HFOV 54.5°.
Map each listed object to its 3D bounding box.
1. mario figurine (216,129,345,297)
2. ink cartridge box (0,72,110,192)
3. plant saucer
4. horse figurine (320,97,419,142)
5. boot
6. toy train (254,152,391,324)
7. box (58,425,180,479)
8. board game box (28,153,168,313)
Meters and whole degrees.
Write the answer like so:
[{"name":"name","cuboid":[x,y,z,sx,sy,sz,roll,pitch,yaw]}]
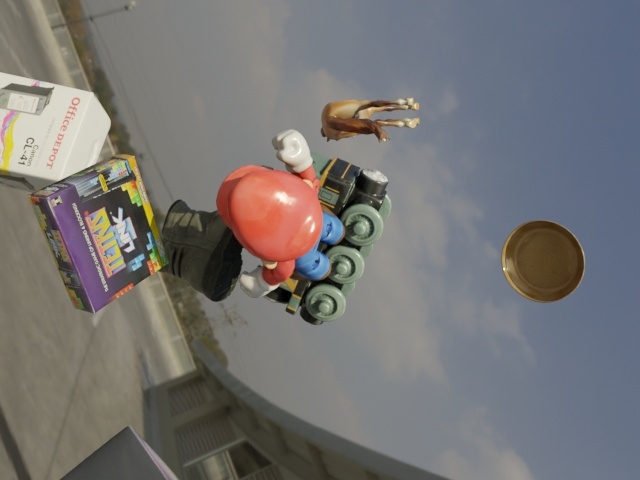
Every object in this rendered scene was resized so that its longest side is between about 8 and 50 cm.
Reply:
[{"name":"mario figurine","cuboid":[-0.067,-0.033,0.898,0.320,0.170,0.198,43,34,-72]},{"name":"ink cartridge box","cuboid":[-0.655,-0.234,1.362,0.131,0.306,0.226,89,14,-72]},{"name":"plant saucer","cuboid":[0.224,0.020,0.623,0.083,0.015,0.083,6,-81,39]},{"name":"horse figurine","cuboid":[0.066,-0.190,0.982,0.263,0.175,0.066,-48,133,-74]},{"name":"boot","cuboid":[-0.187,-0.035,1.027,0.161,0.246,0.083,28,6,25]},{"name":"toy train","cuboid":[0.000,0.000,1.137,0.142,0.190,0.333,-59,173,-61]},{"name":"box","cuboid":[-0.222,0.480,0.896,0.296,0.183,0.294,29,-30,45]},{"name":"board game box","cuboid":[-0.290,-0.011,0.833,0.048,0.141,0.170,7,-58,32]}]
